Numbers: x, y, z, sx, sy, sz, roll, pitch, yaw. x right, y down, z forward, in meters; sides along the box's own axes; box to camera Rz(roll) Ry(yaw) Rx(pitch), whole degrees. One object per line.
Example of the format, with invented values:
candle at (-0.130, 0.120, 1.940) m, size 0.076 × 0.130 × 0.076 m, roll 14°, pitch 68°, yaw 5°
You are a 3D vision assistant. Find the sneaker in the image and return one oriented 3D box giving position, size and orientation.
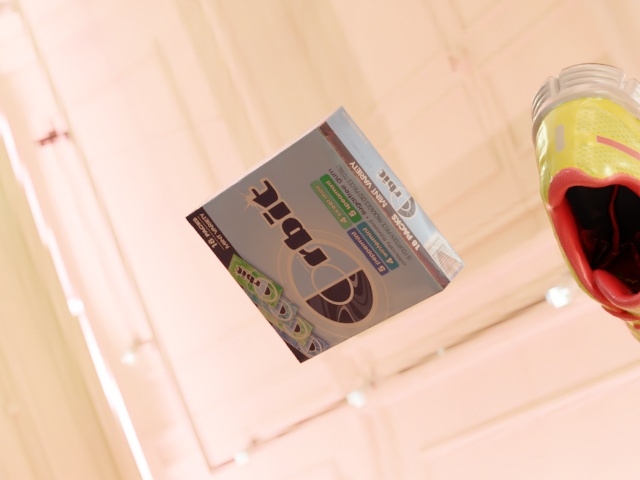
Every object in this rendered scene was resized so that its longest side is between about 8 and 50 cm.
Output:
sneaker at (0.164, 0.017, 0.808) m, size 0.081 × 0.094 × 0.208 m, roll -29°, pitch -66°, yaw 29°

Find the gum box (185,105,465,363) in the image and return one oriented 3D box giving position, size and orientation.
gum box at (0.000, 0.000, 1.292) m, size 0.157 × 0.041 × 0.184 m, roll 51°, pitch -44°, yaw -7°
